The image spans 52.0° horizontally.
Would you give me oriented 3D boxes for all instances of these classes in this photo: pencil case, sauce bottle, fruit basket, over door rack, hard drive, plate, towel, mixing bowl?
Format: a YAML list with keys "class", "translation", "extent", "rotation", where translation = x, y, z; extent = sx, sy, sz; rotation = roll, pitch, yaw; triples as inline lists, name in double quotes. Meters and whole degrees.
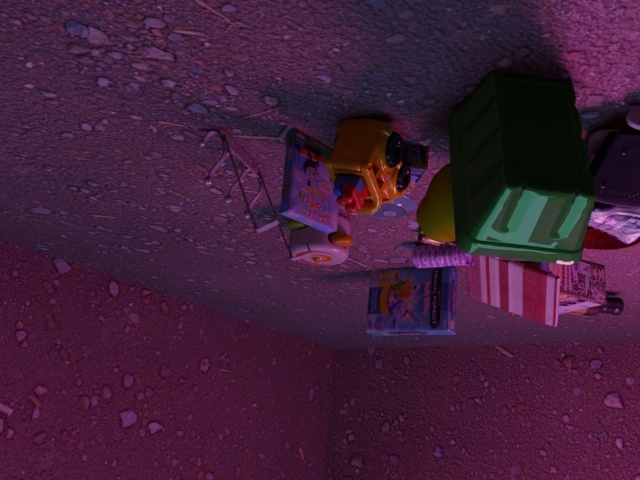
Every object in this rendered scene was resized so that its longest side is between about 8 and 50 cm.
- class: "pencil case"
  translation: [0.413, 0.052, 2.214]
  extent: [0.206, 0.086, 0.088]
  rotation: [-1, 148, 30]
- class: "sauce bottle"
  translation: [0.381, -0.003, 2.136]
  extent: [0.128, 0.042, 0.042]
  rotation: [13, 160, -16]
- class: "fruit basket"
  translation: [0.361, -0.106, 1.336]
  extent: [0.283, 0.391, 0.392]
  rotation: [6, 161, -3]
- class: "over door rack"
  translation: [-0.175, -0.097, 1.625]
  extent: [0.108, 0.324, 0.239]
  rotation: [-36, 153, 5]
- class: "hard drive"
  translation: [0.698, -0.156, 1.437]
  extent: [0.255, 0.054, 0.171]
  rotation: [4, 125, -23]
- class: "plate"
  translation: [0.194, -0.096, 1.944]
  extent: [0.188, 0.024, 0.188]
  rotation: [4, 160, 2]
- class: "towel"
  translation: [0.640, 0.151, 2.204]
  extent: [0.329, 0.037, 0.237]
  rotation: [20, 141, 35]
- class: "sauce bottle"
  translation: [1.006, 0.238, 2.562]
  extent: [0.345, 0.111, 0.111]
  rotation: [9, 161, -8]
- class: "mixing bowl"
  translation: [0.786, -0.047, 1.805]
  extent: [0.182, 0.098, 0.181]
  rotation: [5, 162, 2]

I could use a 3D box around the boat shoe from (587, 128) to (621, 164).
- class: "boat shoe"
  translation: [0.647, -0.174, 1.496]
  extent: [0.079, 0.081, 0.227]
  rotation: [0, 160, 17]

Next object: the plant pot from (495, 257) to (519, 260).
- class: "plant pot"
  translation: [0.475, -0.096, 1.546]
  extent: [0.263, 0.229, 0.263]
  rotation: [4, 161, 1]

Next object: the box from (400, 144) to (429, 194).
- class: "box"
  translation: [0.222, -0.174, 1.651]
  extent: [0.054, 0.059, 0.169]
  rotation: [9, 161, -6]

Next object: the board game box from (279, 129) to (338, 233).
- class: "board game box"
  translation: [-0.020, -0.140, 1.583]
  extent: [0.160, 0.211, 0.039]
  rotation: [22, 154, -40]

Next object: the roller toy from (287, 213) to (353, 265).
- class: "roller toy"
  translation: [0.000, 0.000, 2.090]
  extent: [0.210, 0.146, 0.191]
  rotation: [4, 162, 3]

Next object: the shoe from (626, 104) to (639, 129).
- class: "shoe"
  translation: [0.708, -0.233, 1.332]
  extent: [0.178, 0.063, 0.081]
  rotation: [-2, 155, 9]

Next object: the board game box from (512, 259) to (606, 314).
- class: "board game box"
  translation: [0.810, 0.153, 2.318]
  extent: [0.291, 0.141, 0.232]
  rotation: [13, 160, -21]

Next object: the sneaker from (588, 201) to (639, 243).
- class: "sneaker"
  translation: [0.742, -0.046, 1.657]
  extent: [0.297, 0.130, 0.112]
  rotation: [-1, -157, 25]

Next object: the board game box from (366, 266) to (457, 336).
- class: "board game box"
  translation: [0.347, 0.232, 2.508]
  extent: [0.336, 0.253, 0.079]
  rotation: [-7, 157, 31]

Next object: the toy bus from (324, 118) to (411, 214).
- class: "toy bus"
  translation: [0.099, -0.135, 1.502]
  extent: [0.150, 0.211, 0.220]
  rotation: [7, 145, 28]
